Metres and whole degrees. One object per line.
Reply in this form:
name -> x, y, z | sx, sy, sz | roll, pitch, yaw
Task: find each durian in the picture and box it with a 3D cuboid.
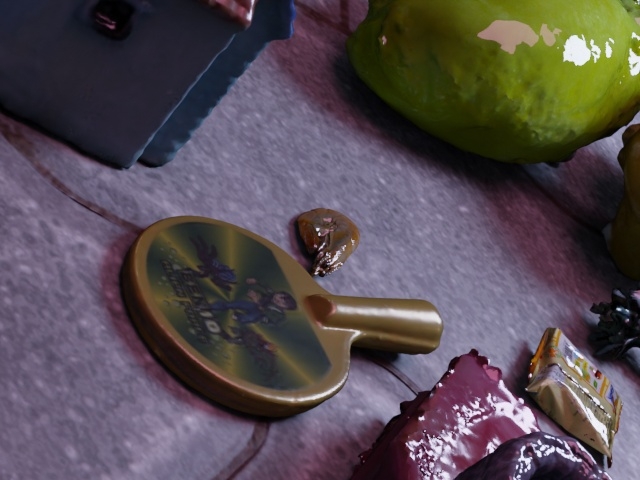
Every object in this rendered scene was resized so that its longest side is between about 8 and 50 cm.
durian -> 0.185, -0.187, 2.046 | 0.256, 0.204, 0.340 | 29, 31, 25

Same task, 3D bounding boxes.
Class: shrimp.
shrimp -> 0.000, 0.000, 1.755 | 0.059, 0.023, 0.108 | 35, 31, 5

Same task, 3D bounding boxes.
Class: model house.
model house -> -0.147, -0.268, 1.621 | 0.295, 0.329, 0.251 | 29, 37, -26

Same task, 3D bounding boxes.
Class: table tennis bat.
table tennis bat -> -0.025, 0.064, 1.630 | 0.321, 0.050, 0.198 | 6, 45, -39

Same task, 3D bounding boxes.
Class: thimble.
thimble -> 0.151, 0.215, 1.381 | 0.150, 0.098, 0.150 | 28, 41, -27

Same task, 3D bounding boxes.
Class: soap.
soap -> 0.103, 0.224, 1.513 | 0.182, 0.112, 0.289 | 42, 32, 2

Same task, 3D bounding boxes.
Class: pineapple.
pineapple -> 0.367, 0.127, 1.957 | 0.221, 0.083, 0.103 | 37, 31, -6

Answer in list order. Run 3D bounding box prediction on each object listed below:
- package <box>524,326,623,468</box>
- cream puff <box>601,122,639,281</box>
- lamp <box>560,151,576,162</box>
package -> 0.239, 0.143, 1.843 | 0.121, 0.031, 0.108 | 44, 31, -9
cream puff -> 0.465, -0.082, 2.110 | 0.378, 0.378, 0.275 | 13, 41, -40
lamp -> 0.258, -0.160, 2.200 | 0.091, 0.091, 0.163 | 13, 58, -40
